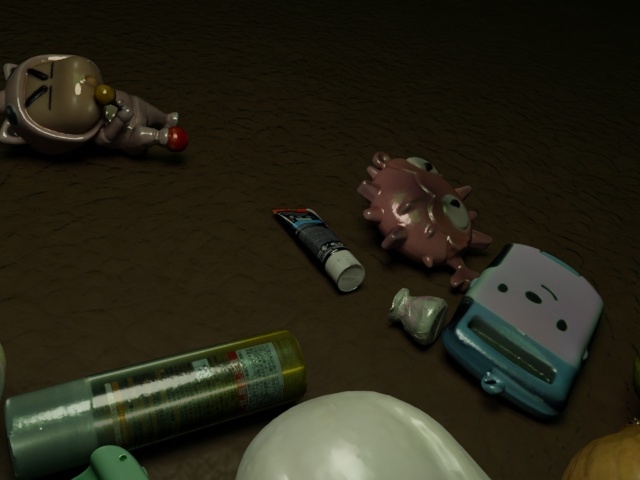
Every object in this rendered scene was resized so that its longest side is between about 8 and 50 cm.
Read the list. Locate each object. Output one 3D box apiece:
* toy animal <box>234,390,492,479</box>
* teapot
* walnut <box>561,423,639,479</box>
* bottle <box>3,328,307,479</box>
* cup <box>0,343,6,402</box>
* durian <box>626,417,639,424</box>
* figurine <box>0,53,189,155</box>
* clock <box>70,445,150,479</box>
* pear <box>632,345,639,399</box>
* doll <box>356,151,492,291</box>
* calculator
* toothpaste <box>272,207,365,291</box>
[{"bbox_3d":[0.048,0.245,0.371,0.289,0.174,0.249,37,49,5],"label":"toy animal"},{"bbox_3d":[0.128,0.096,0.786,0.064,0.064,0.083,25,7,28],"label":"teapot"},{"bbox_3d":[0.309,0.261,0.510,0.195,0.195,0.222,2,47,-12],"label":"walnut"},{"bbox_3d":[-0.157,0.159,0.609,0.286,0.082,0.082,-10,43,-26],"label":"bottle"},{"bbox_3d":[-0.421,0.125,0.495,0.202,0.173,0.255,23,24,17],"label":"cup"},{"bbox_3d":[0.348,0.228,0.644,0.091,0.080,0.080,30,33,-20],"label":"durian"},{"bbox_3d":[-0.357,-0.216,0.969,0.287,0.186,0.176,13,60,-25],"label":"figurine"},{"bbox_3d":[-0.212,0.272,0.468,0.210,0.066,0.159,-24,49,-36],"label":"clock"},{"bbox_3d":[0.485,0.147,0.685,0.269,0.212,0.212,5,38,-18],"label":"pear"},{"bbox_3d":[0.158,-0.033,0.913,0.211,0.093,0.262,-10,60,-33],"label":"doll"},{"bbox_3d":[0.270,0.106,0.794,0.173,0.051,0.293,36,43,14],"label":"calculator"},{"bbox_3d":[0.000,0.000,0.885,0.071,0.045,0.193,-4,34,-32],"label":"toothpaste"}]
